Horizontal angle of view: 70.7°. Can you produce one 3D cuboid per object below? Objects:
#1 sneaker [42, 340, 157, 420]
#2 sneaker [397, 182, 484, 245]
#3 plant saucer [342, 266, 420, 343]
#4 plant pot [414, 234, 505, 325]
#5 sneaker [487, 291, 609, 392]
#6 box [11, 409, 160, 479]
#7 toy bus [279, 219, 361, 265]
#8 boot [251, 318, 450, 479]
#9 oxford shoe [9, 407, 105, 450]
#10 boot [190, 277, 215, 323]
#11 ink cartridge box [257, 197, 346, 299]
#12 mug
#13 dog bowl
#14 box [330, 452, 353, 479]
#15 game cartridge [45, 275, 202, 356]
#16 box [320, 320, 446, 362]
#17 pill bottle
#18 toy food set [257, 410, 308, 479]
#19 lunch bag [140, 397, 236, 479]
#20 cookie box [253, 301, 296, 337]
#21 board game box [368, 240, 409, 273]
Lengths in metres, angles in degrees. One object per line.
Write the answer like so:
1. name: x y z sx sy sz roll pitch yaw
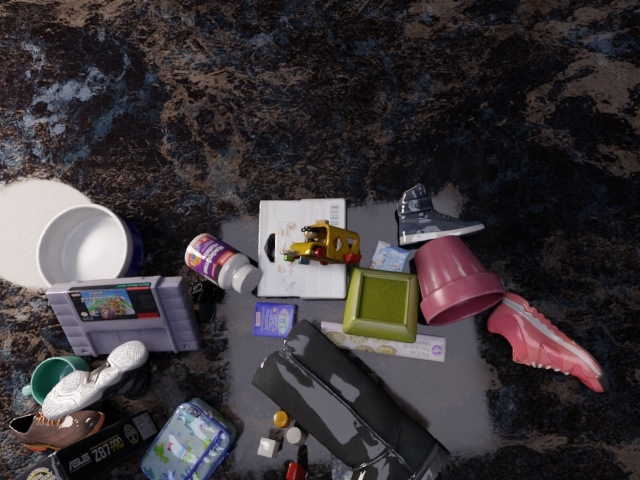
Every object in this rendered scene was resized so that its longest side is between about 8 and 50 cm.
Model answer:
1. sneaker: -0.550 0.382 1.159 0.268 0.153 0.101 -33 54 -22
2. sneaker: 0.318 -0.079 1.213 0.226 0.086 0.163 -7 82 5
3. plant saucer: 0.160 0.156 1.161 0.188 0.045 0.188 7 66 7
4. plant pot: 0.330 0.095 1.138 0.201 0.201 0.180 -21 63 1
5. sneaker: 0.556 0.275 1.130 0.314 0.116 0.136 44 97 18
6. box: -0.594 0.548 1.031 0.318 0.395 0.097 -35 81 0
7. toy bus: 0.005 0.003 1.115 0.191 0.202 0.104 6 80 1
8. boot: 0.007 0.450 1.022 0.445 0.146 0.367 41 68 15
9. oxford shoe: -0.684 0.481 1.163 0.271 0.098 0.097 -17 36 15
10. boot: -0.319 0.164 1.222 0.045 0.099 0.121 3 80 7
11. ink cartridge box: -0.047 0.025 1.243 0.238 0.060 0.275 0 80 6
12. mug: -0.702 0.375 1.222 0.157 0.097 0.129 15 82 9
13. dog bowl: -0.646 0.035 1.274 0.264 0.104 0.265 -1 80 5
14. box: 0.108 0.563 1.115 0.156 0.093 0.158 -5 81 4
15. game cartridge: -0.512 0.203 1.191 0.355 0.068 0.230 -4 124 5
16. box: 0.159 0.262 1.178 0.324 0.063 0.067 7 81 7
17. pill bottle: -0.259 0.067 1.210 0.193 0.108 0.108 28 83 23
18. toy food set: -0.093 0.566 1.148 0.111 0.104 0.232 3 62 19
19. lunch bag: -0.335 0.537 1.165 0.176 0.090 0.219 37 86 8
20. cookie box: -0.124 0.215 1.224 0.107 0.040 0.092 4 81 6
21. board game box: 0.187 0.057 1.234 0.090 0.020 0.090 20 82 8
